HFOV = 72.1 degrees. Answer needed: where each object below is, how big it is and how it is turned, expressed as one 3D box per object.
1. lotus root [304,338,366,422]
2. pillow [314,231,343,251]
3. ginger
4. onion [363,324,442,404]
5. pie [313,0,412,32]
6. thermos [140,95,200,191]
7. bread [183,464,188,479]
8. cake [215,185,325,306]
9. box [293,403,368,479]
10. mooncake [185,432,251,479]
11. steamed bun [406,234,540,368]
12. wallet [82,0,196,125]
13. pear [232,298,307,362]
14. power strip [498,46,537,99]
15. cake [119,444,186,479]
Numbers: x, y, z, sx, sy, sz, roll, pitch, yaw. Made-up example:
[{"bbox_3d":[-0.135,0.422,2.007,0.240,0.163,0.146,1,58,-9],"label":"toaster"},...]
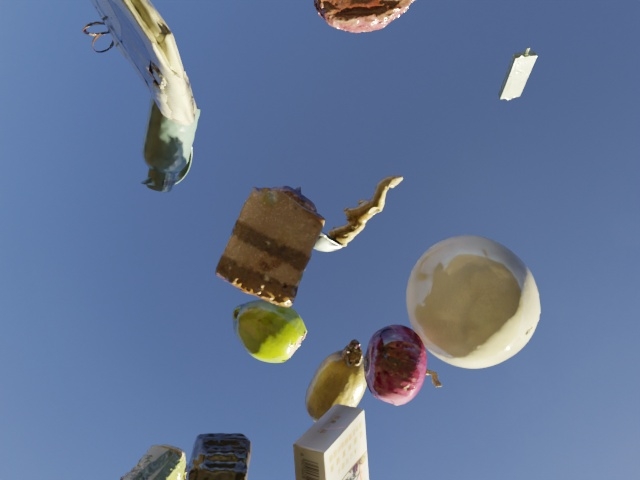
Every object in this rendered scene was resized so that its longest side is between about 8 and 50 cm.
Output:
[{"bbox_3d":[0.060,0.465,1.423,0.170,0.151,0.342,22,-62,-3],"label":"lotus root"},{"bbox_3d":[-0.001,0.002,1.257,0.091,0.136,0.055,30,-86,29],"label":"pillow"},{"bbox_3d":[0.125,-0.091,1.288,0.288,0.075,0.089,-49,-114,21],"label":"ginger"},{"bbox_3d":[0.170,0.279,0.996,0.154,0.177,0.177,-5,-78,-26],"label":"onion"},{"bbox_3d":[0.075,-0.464,0.721,0.205,0.054,0.218,-9,-68,13],"label":"pie"},{"bbox_3d":[-0.465,-0.293,1.364,0.145,0.182,0.286,24,-73,20],"label":"thermos"},{"bbox_3d":[-0.440,0.717,1.229,0.191,0.132,0.114,-15,-100,-18],"label":"bread"},{"bbox_3d":[-0.100,-0.006,1.033,0.196,0.199,0.292,26,-100,-3],"label":"cake"},{"bbox_3d":[0.024,0.426,0.756,0.067,0.150,0.232,0,-82,33],"label":"box"},{"bbox_3d":[-0.227,0.520,0.919,0.125,0.228,0.228,14,-74,-14],"label":"mooncake"},{"bbox_3d":[0.342,0.140,1.054,0.207,0.324,0.324,14,-71,-27],"label":"steamed bun"},{"bbox_3d":[-0.298,-0.318,0.699,0.068,0.335,0.274,-42,-89,-15],"label":"wallet"},{"bbox_3d":[-0.160,0.254,1.285,0.220,0.187,0.187,33,-72,9],"label":"pear"},{"bbox_3d":[0.433,-0.366,0.965,0.051,0.136,0.019,-7,-119,2],"label":"power strip"},{"bbox_3d":[-0.196,0.276,0.460,0.051,0.140,0.055,9,-80,12],"label":"cake"}]
